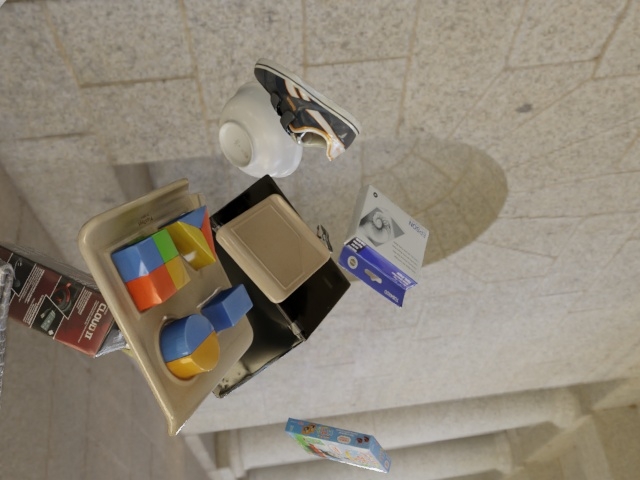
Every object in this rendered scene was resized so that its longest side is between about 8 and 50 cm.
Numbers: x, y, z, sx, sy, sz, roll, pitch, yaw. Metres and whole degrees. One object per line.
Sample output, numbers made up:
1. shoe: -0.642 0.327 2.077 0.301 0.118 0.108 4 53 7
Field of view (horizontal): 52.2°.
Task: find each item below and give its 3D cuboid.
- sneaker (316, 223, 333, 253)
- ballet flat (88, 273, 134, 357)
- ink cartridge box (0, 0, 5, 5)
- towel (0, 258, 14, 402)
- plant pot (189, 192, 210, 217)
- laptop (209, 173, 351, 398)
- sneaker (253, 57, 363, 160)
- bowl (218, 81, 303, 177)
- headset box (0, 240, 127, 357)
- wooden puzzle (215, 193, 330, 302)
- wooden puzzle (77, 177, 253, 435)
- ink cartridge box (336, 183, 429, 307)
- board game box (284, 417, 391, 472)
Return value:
1. sneaker: 0.000 0.000 1.728 0.040 0.043 0.109 44 22 -37
2. ballet flat: -0.536 0.207 1.725 0.348 0.123 0.123 38 -18 12
3. ink cartridge box: -0.832 -0.627 1.535 0.121 0.289 0.211 47 11 -5
4. towel: -0.505 0.104 0.844 0.235 0.121 0.284 32 -63 35
5. plant pot: -0.347 -0.075 1.712 0.109 0.108 0.096 -75 163 -84
6. laptop: -0.194 0.109 1.680 0.382 0.236 0.408 54 42 -8
7. sneaker: -0.059 -0.321 1.611 0.127 0.321 0.126 -53 167 -4
8. bowl: -0.203 -0.302 1.916 0.297 0.134 0.298 26 -47 32
9. headset box: -0.467 0.112 1.205 0.218 0.293 0.110 131 -16 -84
10. wooden puzzle: -0.111 0.016 1.575 0.221 0.238 0.044 48 -47 2
11. wooden puzzle: -0.214 0.085 1.068 0.322 0.080 0.348 -48 120 -67
12. ink cartridge box: 0.157 0.013 1.569 0.045 0.223 0.224 -23 -139 47
13. board game box: 0.042 0.472 1.506 0.160 0.211 0.039 60 42 -48
